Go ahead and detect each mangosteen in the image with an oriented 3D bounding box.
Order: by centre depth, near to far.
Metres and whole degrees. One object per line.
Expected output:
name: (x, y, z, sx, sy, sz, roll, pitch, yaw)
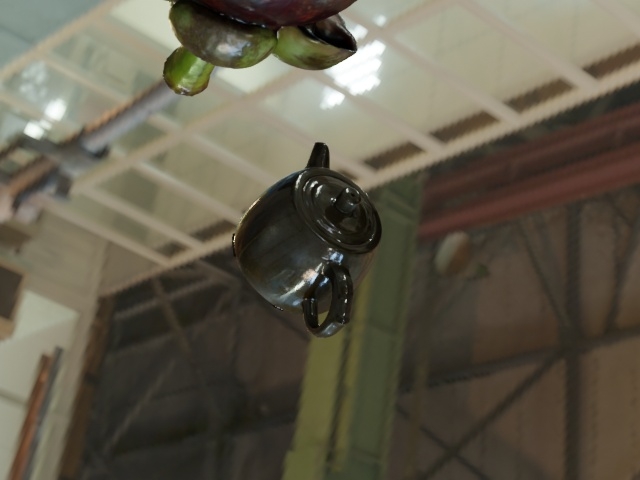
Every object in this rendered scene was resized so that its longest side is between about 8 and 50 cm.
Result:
mangosteen: (-0.042, -0.159, 0.817, 0.181, 0.156, 0.146, -58, 174, 7)

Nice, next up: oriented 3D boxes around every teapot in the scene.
teapot: (0.000, 0.000, 0.831, 0.068, 0.076, 0.121, -46, -141, 40)
